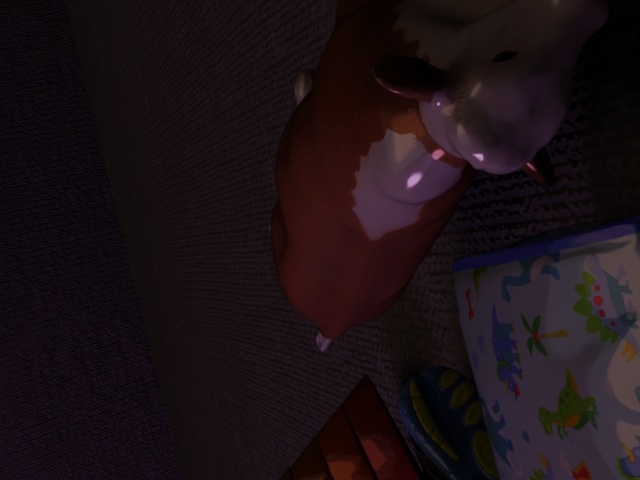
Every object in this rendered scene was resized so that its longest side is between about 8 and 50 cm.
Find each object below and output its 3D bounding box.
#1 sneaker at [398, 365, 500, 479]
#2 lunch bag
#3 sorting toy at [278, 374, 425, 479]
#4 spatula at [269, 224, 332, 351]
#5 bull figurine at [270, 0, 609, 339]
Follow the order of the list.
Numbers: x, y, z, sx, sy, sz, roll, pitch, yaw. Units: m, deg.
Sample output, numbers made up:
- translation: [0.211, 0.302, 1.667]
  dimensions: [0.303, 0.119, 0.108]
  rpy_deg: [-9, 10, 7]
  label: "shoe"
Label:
- translation: [0.108, 0.165, 0.679]
  dimensions: [0.188, 0.067, 0.078]
  rpy_deg: [64, -179, 31]
  label: "sneaker"
- translation: [0.122, 0.055, 0.454]
  dimensions: [0.151, 0.096, 0.129]
  rpy_deg: [142, 113, -83]
  label: "lunch bag"
- translation: [0.031, 0.224, 0.709]
  dimensions: [0.127, 0.126, 0.365]
  rpy_deg: [62, -178, -23]
  label: "sorting toy"
- translation: [0.000, 0.000, 0.968]
  dimensions: [0.242, 0.019, 0.168]
  rpy_deg: [115, 133, -67]
  label: "spatula"
- translation: [0.037, -0.064, 0.552]
  dimensions: [0.310, 0.101, 0.188]
  rpy_deg: [122, 158, -59]
  label: "bull figurine"
